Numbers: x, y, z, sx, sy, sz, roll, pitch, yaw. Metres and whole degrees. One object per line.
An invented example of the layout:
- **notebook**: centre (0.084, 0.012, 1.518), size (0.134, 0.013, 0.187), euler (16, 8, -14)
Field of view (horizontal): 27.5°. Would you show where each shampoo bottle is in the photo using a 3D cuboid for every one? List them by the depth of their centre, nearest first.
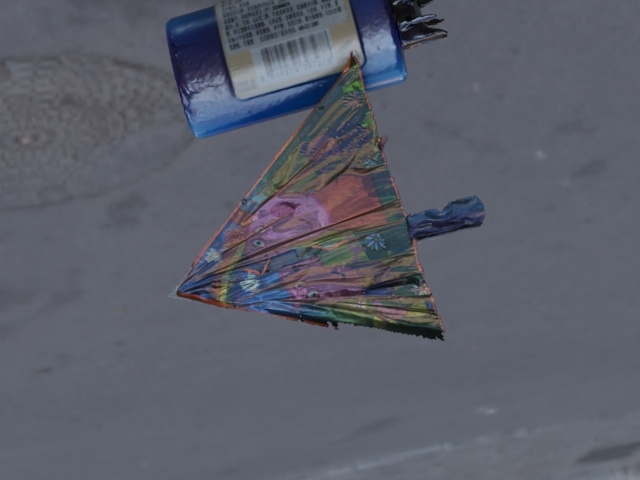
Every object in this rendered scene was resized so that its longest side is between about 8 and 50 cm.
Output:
- **shampoo bottle**: centre (-0.008, -0.132, 0.874), size (0.183, 0.087, 0.050), euler (-15, 172, 6)

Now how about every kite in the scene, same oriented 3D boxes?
- **kite**: centre (0.000, 0.000, 0.918), size (0.234, 0.016, 0.321), euler (-15, 140, 6)
